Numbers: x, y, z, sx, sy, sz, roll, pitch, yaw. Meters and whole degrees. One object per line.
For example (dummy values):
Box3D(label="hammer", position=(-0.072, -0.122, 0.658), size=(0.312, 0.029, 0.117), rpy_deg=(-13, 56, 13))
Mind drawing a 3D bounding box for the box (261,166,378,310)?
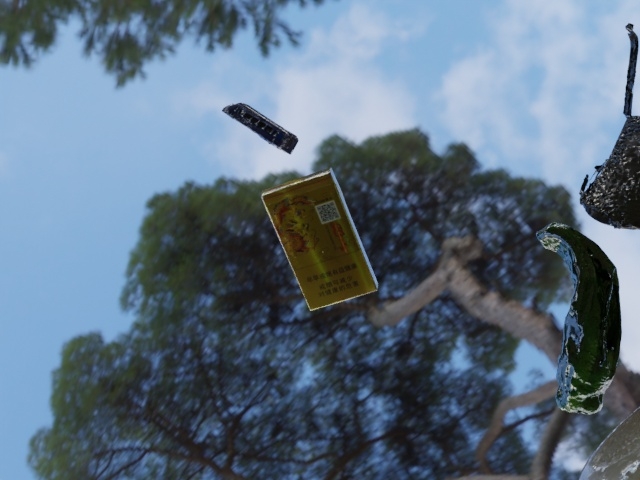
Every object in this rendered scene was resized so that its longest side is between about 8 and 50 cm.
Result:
Box3D(label="box", position=(0.000, 0.000, 1.404), size=(0.089, 0.022, 0.156), rpy_deg=(-20, -69, 11))

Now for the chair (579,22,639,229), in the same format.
Box3D(label="chair", position=(0.368, -0.105, 1.268), size=(0.149, 0.174, 0.213), rpy_deg=(15, -79, -31))

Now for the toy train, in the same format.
Box3D(label="toy train", position=(-0.049, -0.092, 0.967), size=(0.017, 0.083, 0.017), rpy_deg=(26, -83, -48))

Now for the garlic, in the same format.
Box3D(label="garlic", position=(0.405, 0.237, 1.418), size=(0.112, 0.318, 0.143), rpy_deg=(35, -159, 1))

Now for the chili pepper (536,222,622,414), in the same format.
Box3D(label="chili pepper", position=(0.238, 0.066, 1.121), size=(0.050, 0.073, 0.182), rpy_deg=(5, -106, -23))
